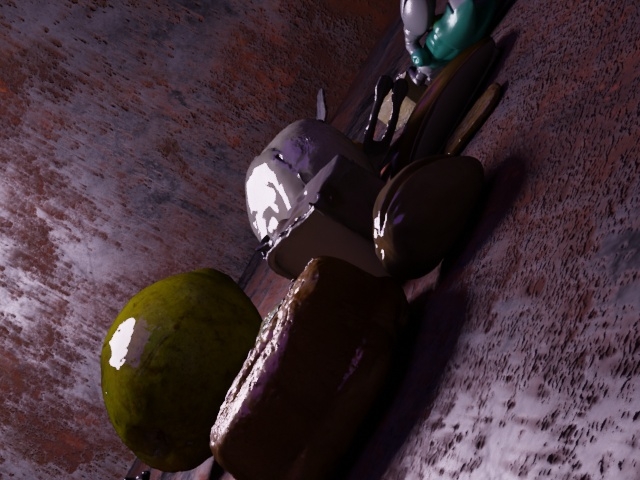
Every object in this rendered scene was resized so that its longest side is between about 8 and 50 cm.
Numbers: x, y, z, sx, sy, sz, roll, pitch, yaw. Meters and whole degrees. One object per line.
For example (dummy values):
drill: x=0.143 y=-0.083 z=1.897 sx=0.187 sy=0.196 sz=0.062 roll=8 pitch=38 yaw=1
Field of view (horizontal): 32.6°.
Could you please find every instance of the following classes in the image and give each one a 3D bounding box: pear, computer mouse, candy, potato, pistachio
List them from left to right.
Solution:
pear: x=-0.270 y=0.243 z=2.156 sx=0.352 sy=0.352 sz=0.413 roll=-52 pitch=19 yaw=43
candy: x=0.005 y=-0.062 z=1.837 sx=0.185 sy=0.295 sz=0.295 roll=-21 pitch=-20 yaw=-38
candy: x=0.035 y=-0.002 z=1.580 sx=0.185 sy=0.195 sz=0.137 roll=-47 pitch=16 yaw=43
potato: x=0.166 y=-0.279 z=2.218 sx=0.122 sy=0.086 sz=0.061 roll=-38 pitch=19 yaw=54
pistachio: x=0.135 y=-0.036 z=1.380 sx=0.185 sy=0.124 sz=0.124 roll=-44 pitch=3 yaw=-16
computer mouse: x=0.192 y=-0.208 z=1.819 sx=0.310 sy=0.072 sz=0.158 roll=-60 pitch=5 yaw=-1

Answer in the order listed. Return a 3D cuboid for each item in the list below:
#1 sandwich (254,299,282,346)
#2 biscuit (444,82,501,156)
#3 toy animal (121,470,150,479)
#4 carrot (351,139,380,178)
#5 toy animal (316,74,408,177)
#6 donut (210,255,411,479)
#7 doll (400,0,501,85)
sandwich: x=-0.036 y=0.170 z=1.728 sx=0.273 sy=0.095 sz=0.249 roll=-51 pitch=14 yaw=50
biscuit: x=0.229 y=-0.179 z=1.654 sx=0.147 sy=0.018 sz=0.071 roll=-53 pitch=12 yaw=33
toy animal: x=-0.358 y=0.603 z=2.316 sx=0.117 sy=0.121 sz=0.210 roll=-13 pitch=42 yaw=10
carrot: x=0.024 y=-0.053 z=2.181 sx=0.302 sy=0.114 sz=0.114 roll=-63 pitch=7 yaw=-2
toy animal: x=0.097 y=-0.137 z=1.955 sx=0.284 sy=0.225 sz=0.302 roll=-120 pitch=39 yaw=-82
donut: x=-0.016 y=0.175 z=1.378 sx=0.299 sy=0.150 sz=0.317 roll=-55 pitch=8 yaw=49
doll: x=0.222 y=-0.403 z=2.031 sx=0.258 sy=0.153 sz=0.195 roll=-41 pitch=-20 yaw=31
